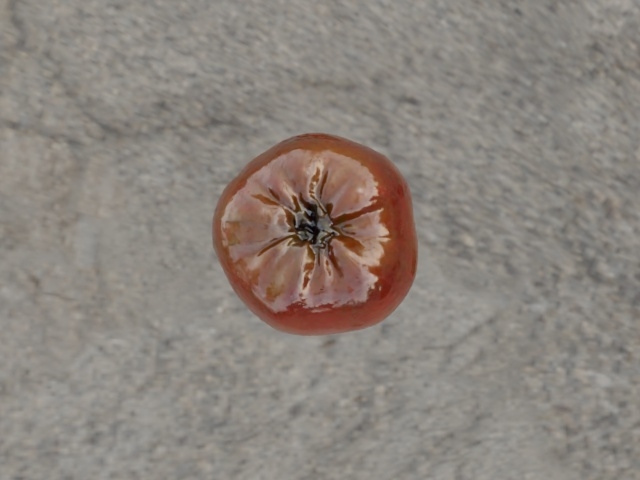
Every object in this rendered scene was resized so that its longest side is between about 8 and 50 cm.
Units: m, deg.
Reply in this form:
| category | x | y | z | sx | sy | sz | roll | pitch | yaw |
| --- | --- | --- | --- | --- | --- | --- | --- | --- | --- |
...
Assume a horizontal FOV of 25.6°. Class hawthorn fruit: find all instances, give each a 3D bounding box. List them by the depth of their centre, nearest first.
| category | x | y | z | sx | sy | sz | roll | pitch | yaw |
| --- | --- | --- | --- | --- | --- | --- | --- | --- | --- |
| hawthorn fruit | -0.005 | 0.002 | 0.848 | 0.140 | 0.125 | 0.125 | -41 | 63 | 58 |
